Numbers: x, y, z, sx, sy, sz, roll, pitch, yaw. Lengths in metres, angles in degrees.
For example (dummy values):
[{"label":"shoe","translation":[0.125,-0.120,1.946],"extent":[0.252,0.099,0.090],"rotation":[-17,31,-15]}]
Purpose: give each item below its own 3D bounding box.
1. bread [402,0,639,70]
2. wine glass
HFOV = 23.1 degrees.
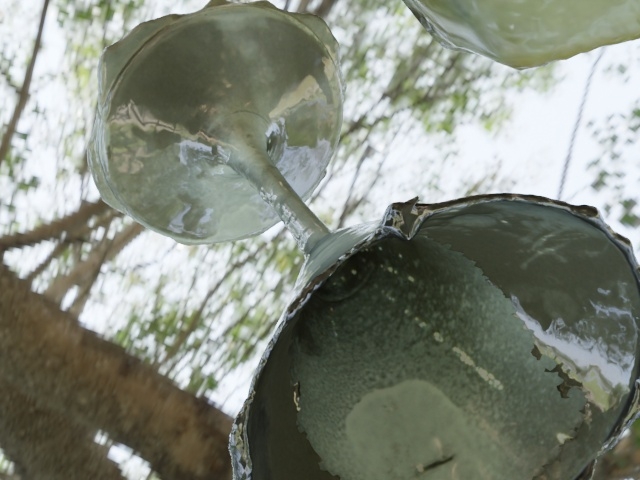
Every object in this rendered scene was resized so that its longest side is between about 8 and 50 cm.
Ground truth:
[{"label":"bread","translation":[0.118,-0.217,0.792],"extent":[0.264,0.395,0.239],"rotation":[-26,-72,7]},{"label":"wine glass","translation":[0.000,0.000,0.582],"extent":[0.156,0.156,0.232],"rotation":[-7,-149,-22]}]
